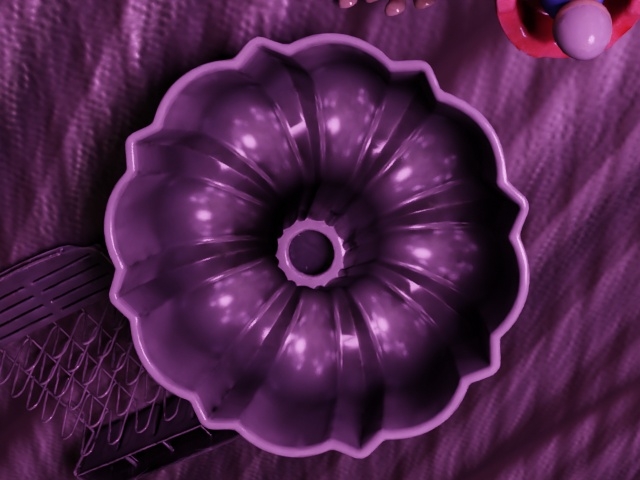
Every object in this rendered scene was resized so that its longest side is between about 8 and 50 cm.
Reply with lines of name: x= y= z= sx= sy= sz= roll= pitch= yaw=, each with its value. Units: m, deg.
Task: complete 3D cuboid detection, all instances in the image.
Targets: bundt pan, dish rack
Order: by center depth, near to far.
bundt pan: x=0.000 y=0.000 z=0.762 sx=0.331 sy=0.124 sz=0.331 roll=1 pitch=100 yaw=8
dish rack: x=-0.226 y=0.129 z=0.953 sx=0.208 sy=0.074 sz=0.271 roll=-26 pitch=124 yaw=18

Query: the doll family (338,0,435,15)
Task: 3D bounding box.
doll family: x=0.063 y=-0.232 z=0.671 sx=0.193 sy=0.076 sz=0.111 roll=-16 pitch=132 yaw=15

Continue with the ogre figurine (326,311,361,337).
ogre figurine: x=0.041 y=0.044 z=0.879 sx=0.118 sy=0.097 sz=0.197 roll=-42 pitch=135 yaw=8

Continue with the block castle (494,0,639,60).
block castle: x=0.198 y=-0.300 z=0.394 sx=0.453 sy=0.213 sz=0.303 roll=-34 pitch=127 yaw=31
